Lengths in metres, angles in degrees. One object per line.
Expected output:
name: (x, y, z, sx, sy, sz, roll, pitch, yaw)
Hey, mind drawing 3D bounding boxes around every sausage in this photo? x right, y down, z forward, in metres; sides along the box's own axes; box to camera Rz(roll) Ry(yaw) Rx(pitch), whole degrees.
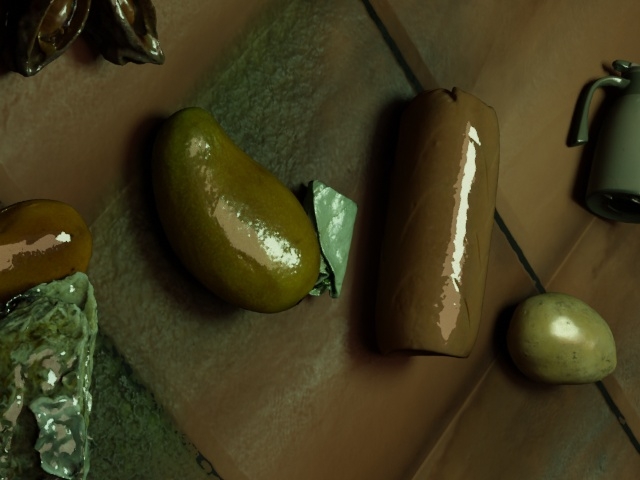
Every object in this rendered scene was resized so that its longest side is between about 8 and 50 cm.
sausage: (0.130, -0.019, 1.705, 0.121, 0.121, 0.304, 13, 81, -42)

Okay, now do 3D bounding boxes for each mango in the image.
mango: (-0.089, -0.025, 1.524, 0.136, 0.099, 0.227, -44, 110, -29)
mango: (-0.277, 0.022, 1.363, 0.159, 0.084, 0.105, -17, 117, -26)

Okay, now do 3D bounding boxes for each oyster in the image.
oyster: (-0.268, 0.186, 1.303, 0.162, 0.158, 0.350, 27, 79, -30)

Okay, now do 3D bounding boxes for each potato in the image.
potato: (0.289, 0.117, 1.864, 0.147, 0.112, 0.112, 25, 73, -32)

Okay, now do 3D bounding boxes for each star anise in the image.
star anise: (-0.223, -0.241, 1.408, 0.220, 0.099, 0.214, 41, 77, -39)

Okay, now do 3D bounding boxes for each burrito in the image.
burrito: (0.002, 0.001, 1.639, 0.074, 0.044, 0.118, 26, 69, -42)

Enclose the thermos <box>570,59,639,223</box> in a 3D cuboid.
thermos: (0.386, -0.133, 1.964, 0.137, 0.105, 0.193, 15, 73, -10)
